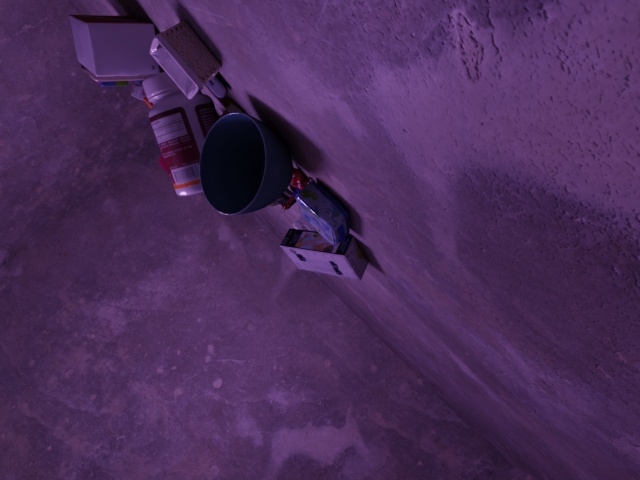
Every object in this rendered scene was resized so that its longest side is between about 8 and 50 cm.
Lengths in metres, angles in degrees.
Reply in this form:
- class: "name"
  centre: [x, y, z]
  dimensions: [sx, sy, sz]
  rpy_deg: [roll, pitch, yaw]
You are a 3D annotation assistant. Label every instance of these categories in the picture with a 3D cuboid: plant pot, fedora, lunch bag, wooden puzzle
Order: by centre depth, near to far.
- class: "plant pot"
  centre: [-0.194, -0.218, 1.337]
  dimensions: [0.290, 0.290, 0.195]
  rpy_deg: [41, -155, 31]
- class: "lunch bag"
  centre: [0.014, -0.080, 1.415]
  dimensions: [0.176, 0.090, 0.219]
  rpy_deg: [45, 171, 18]
- class: "fedora"
  centre: [-0.283, -0.382, 1.504]
  dimensions: [0.194, 0.079, 0.194]
  rpy_deg: [45, 172, 8]
- class: "wooden puzzle"
  centre: [-0.769, -0.669, 1.798]
  dimensions: [0.348, 0.322, 0.080]
  rpy_deg: [40, 135, 49]

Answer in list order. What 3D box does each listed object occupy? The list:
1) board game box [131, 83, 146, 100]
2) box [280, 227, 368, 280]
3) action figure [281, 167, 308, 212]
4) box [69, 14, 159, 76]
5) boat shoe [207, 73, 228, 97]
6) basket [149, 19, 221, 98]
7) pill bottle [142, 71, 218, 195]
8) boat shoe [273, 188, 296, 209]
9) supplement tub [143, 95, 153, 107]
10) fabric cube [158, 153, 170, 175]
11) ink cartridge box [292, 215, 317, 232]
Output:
- class: "board game box"
  centre: [-0.604, -0.559, 1.839]
  dimensions: [0.305, 0.053, 0.193]
  rpy_deg: [14, -168, -34]
- class: "box"
  centre: [0.015, 0.050, 1.653]
  dimensions: [0.290, 0.087, 0.169]
  rpy_deg: [8, 149, 36]
- class: "action figure"
  centre: [-0.141, -0.197, 1.501]
  dimensions: [0.280, 0.139, 0.091]
  rpy_deg: [32, 165, 50]
- class: "box"
  centre: [-0.748, -0.711, 1.614]
  dimensions: [0.345, 0.215, 0.168]
  rpy_deg: [37, 134, 44]
- class: "boat shoe"
  centre: [-0.332, -0.493, 1.342]
  dimensions: [0.142, 0.049, 0.040]
  rpy_deg: [53, -153, -17]
- class: "basket"
  centre: [-0.372, -0.501, 1.240]
  dimensions: [0.167, 0.103, 0.113]
  rpy_deg: [50, 158, -18]
- class: "pill bottle"
  centre: [-0.451, -0.369, 1.538]
  dimensions: [0.224, 0.224, 0.392]
  rpy_deg: [-155, 47, -68]
- class: "boat shoe"
  centre: [-0.152, -0.168, 1.693]
  dimensions: [0.084, 0.079, 0.233]
  rpy_deg: [44, -175, 16]
- class: "supplement tub"
  centre: [-0.551, -0.549, 1.654]
  dimensions: [0.117, 0.190, 0.117]
  rpy_deg: [46, 171, 9]
- class: "fabric cube"
  centre: [-0.520, -0.362, 1.950]
  dimensions: [0.259, 0.254, 0.258]
  rpy_deg: [28, -177, -32]
- class: "ink cartridge box"
  centre: [0.000, 0.000, 1.843]
  dimensions: [0.160, 0.092, 0.219]
  rpy_deg: [38, 167, 41]
